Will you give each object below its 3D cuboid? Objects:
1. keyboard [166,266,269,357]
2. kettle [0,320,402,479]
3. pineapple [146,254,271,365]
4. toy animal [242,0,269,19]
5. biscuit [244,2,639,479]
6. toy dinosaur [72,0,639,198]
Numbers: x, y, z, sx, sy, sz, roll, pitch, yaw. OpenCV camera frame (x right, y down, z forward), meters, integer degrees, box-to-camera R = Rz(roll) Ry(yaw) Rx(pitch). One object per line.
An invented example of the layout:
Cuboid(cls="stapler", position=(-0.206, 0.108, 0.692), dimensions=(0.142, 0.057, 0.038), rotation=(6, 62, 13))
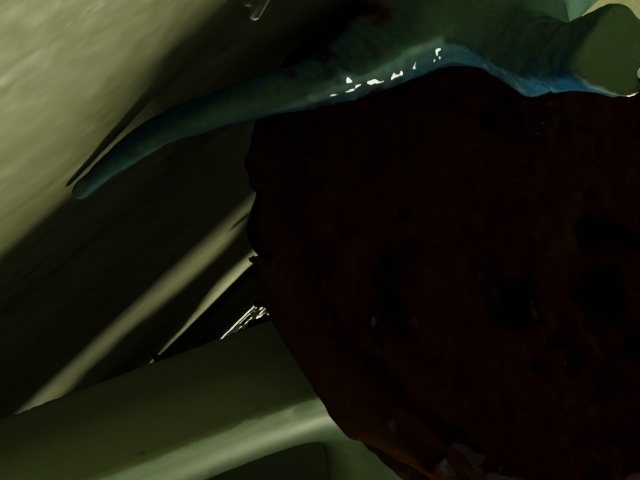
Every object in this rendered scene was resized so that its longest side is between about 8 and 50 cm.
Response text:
Cuboid(cls="keyboard", position=(0.000, 0.000, 0.873), dimensions=(0.262, 0.016, 0.106), rotation=(-45, 172, 11))
Cuboid(cls="kettle", position=(-0.027, 0.164, 0.623), dimensions=(0.318, 0.205, 0.265), rotation=(-18, 165, -13))
Cuboid(cls="pineapple", position=(0.012, 0.046, 0.783), dimensions=(0.277, 0.130, 0.119), rotation=(-46, -176, 11))
Cuboid(cls="toy animal", position=(0.004, -0.083, 0.392), dimensions=(0.050, 0.028, 0.084), rotation=(-31, 169, -24))
Cuboid(cls="biscuit", position=(0.059, 0.002, 0.564), dimensions=(0.192, 0.192, 0.049), rotation=(-37, -179, -40))
Cuboid(cls="toy dinosaur", position=(0.084, -0.103, 0.503), dimensions=(0.329, 0.076, 0.144), rotation=(-40, -156, -26))
